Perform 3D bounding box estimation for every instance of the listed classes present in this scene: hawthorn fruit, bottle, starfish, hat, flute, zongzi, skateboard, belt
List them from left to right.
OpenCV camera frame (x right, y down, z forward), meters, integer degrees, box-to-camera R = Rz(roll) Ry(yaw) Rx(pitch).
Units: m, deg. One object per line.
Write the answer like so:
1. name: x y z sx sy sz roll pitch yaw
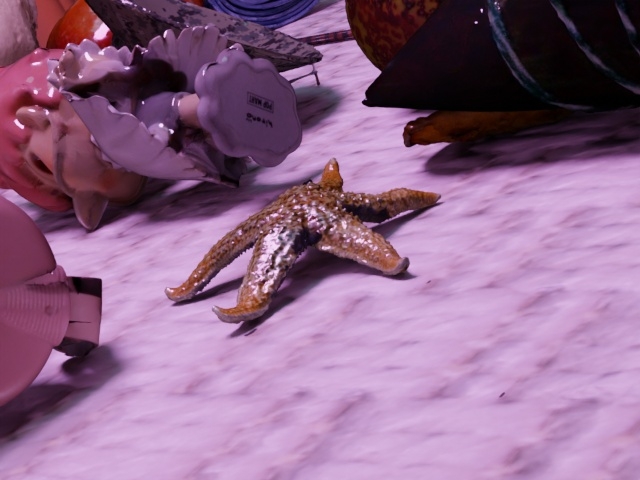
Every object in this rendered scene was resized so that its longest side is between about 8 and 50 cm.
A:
1. bottle: -0.287 0.037 1.008 0.297 0.173 0.206 -3 -11 42
2. hawthorn fruit: -0.193 -0.210 1.641 0.188 0.169 0.169 -54 27 -12
3. hat: -0.134 -0.160 1.479 0.266 0.128 0.265 19 15 -5
4. belt: -0.079 -0.343 2.011 0.190 0.141 0.082 -26 16 -20
5. skateboard: -0.036 -0.150 1.561 0.083 0.032 0.064 -24 28 -11
6. starfish: 0.000 0.000 1.033 0.176 0.053 0.208 14 41 44
7. flute: 0.034 -0.233 1.771 0.270 0.014 0.014 -4 22 40
8. zongzi: 0.212 -0.175 1.064 0.362 0.319 0.383 -23 1 -10

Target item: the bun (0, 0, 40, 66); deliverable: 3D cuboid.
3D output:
1. bun: -0.369 -0.166 1.662 0.146 0.287 0.287 21 11 -13

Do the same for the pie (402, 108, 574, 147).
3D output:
1. pie: 0.140 -0.096 1.200 0.191 0.033 0.088 -16 4 -18

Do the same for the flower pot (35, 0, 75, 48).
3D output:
1. flower pot: -0.361 -0.236 1.919 0.191 0.173 0.190 -16 15 4

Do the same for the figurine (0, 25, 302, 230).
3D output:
1. figurine: -0.193 -0.088 1.336 0.387 0.166 0.207 -6 -14 40

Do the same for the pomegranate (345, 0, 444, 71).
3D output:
1. pomegranate: 0.144 -0.209 1.337 0.248 0.214 0.214 32 40 19
